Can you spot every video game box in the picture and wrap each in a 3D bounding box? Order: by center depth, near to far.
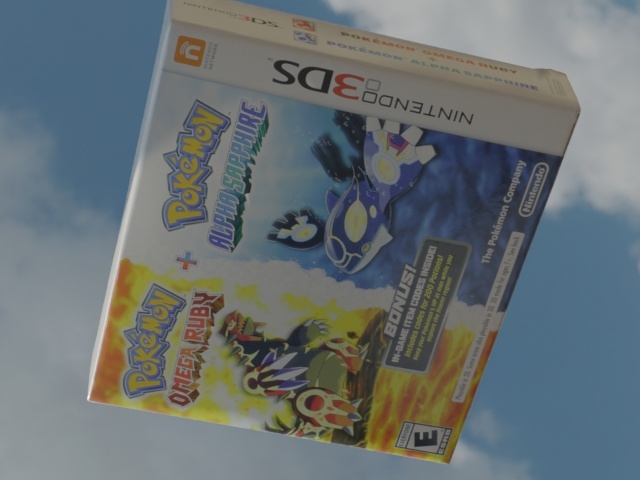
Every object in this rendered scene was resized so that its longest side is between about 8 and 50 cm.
[{"bbox_3d":[0.000,0.000,0.683,0.187,0.205,0.048,12,-152,-7],"label":"video game box"}]
